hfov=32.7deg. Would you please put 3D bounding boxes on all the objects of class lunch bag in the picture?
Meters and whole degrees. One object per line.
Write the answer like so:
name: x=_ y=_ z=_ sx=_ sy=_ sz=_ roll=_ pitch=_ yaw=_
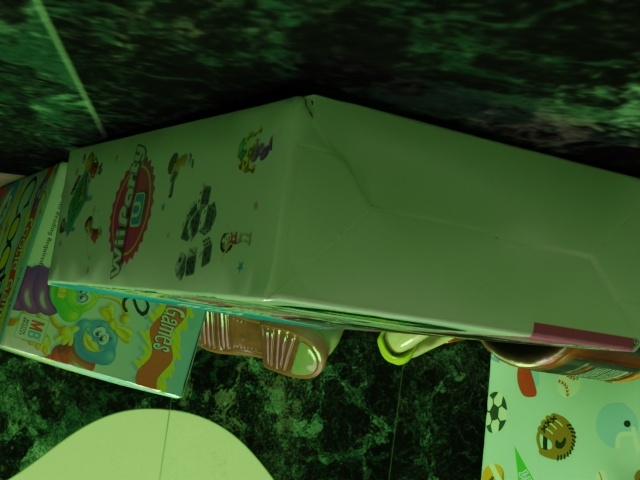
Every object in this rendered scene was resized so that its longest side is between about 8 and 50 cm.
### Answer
lunch bag: x=0.383 y=0.223 z=1.157 sx=0.239 sy=0.328 sz=0.385 roll=6 pitch=175 yaw=-40

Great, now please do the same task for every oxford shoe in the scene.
oxford shoe: x=-0.123 y=0.111 z=1.763 sx=0.348 sy=0.123 sz=0.130 roll=23 pitch=-138 yaw=19

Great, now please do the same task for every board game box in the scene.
board game box: x=0.000 y=0.000 z=0.631 sx=0.224 sy=0.098 sz=0.303 roll=11 pitch=174 yaw=-30
board game box: x=-0.204 y=0.034 z=0.908 sx=0.142 sy=0.144 sz=0.275 roll=21 pitch=169 yaw=-25

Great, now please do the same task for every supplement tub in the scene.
supplement tub: x=0.207 y=0.055 z=0.835 sx=0.106 sy=0.106 sz=0.198 roll=2 pitch=171 yaw=42

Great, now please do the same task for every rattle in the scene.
rattle: x=0.132 y=0.027 z=1.071 sx=0.199 sy=0.143 sz=0.130 roll=-35 pitch=146 yaw=22

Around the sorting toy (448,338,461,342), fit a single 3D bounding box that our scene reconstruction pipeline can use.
sorting toy: x=0.236 y=0.129 z=1.617 sx=0.229 sy=0.041 sz=0.307 roll=-7 pitch=175 yaw=-2
